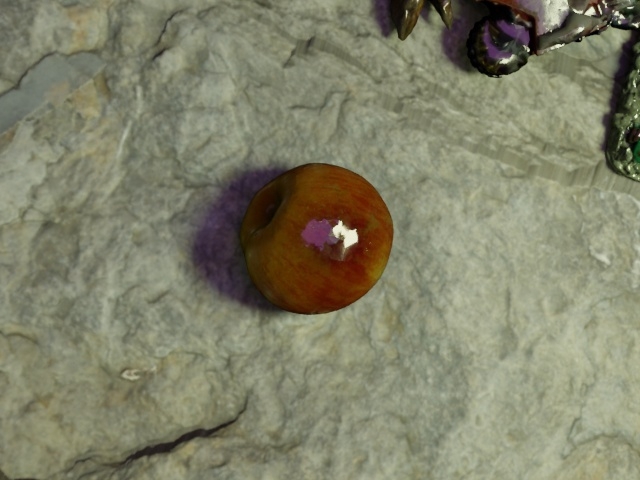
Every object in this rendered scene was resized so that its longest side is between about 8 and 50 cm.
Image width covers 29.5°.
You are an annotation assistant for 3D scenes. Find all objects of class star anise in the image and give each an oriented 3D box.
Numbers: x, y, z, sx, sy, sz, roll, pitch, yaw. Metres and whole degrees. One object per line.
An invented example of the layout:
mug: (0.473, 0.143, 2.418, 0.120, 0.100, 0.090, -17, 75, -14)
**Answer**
star anise: (0.120, -0.380, 1.604, 0.197, 0.073, 0.212, 33, 75, -12)

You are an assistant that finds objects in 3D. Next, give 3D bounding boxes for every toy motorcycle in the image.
toy motorcycle: (0.362, -0.369, 1.632, 0.401, 0.134, 0.207, -20, 99, -11)

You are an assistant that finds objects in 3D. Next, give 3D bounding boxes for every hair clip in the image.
hair clip: (0.496, -0.238, 1.681, 0.138, 0.091, 0.321, 17, 79, -10)

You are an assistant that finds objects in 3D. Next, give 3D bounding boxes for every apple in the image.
apple: (0.000, 0.000, 1.506, 0.173, 0.160, 0.195, 35, 83, -31)
